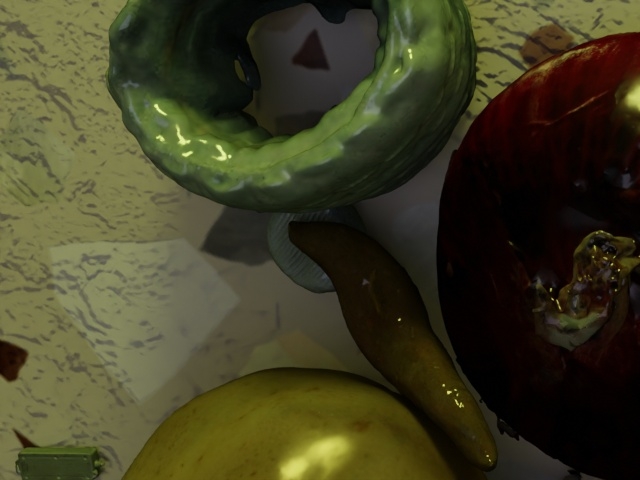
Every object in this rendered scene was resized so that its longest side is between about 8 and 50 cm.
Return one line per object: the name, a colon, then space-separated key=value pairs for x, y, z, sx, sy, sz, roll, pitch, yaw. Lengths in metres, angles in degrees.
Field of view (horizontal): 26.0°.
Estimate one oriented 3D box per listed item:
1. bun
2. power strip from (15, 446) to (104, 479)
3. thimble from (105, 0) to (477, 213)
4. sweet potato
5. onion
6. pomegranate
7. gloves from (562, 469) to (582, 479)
bun: x=0.000 y=0.000 z=1.053 sx=0.083 sy=0.045 sz=0.083 roll=2 pitch=96 yaw=21
power strip: x=-0.221 y=0.191 z=1.182 sx=0.083 sy=0.017 sz=0.027 roll=-3 pitch=103 yaw=18
thimble: x=-0.022 y=-0.120 z=0.951 sx=0.250 sy=0.172 sz=0.205 roll=-7 pitch=90 yaw=18
sweet potato: x=0.058 y=0.069 z=0.967 sx=0.059 sy=0.069 sz=0.249 roll=-34 pitch=56 yaw=0
onion: x=0.208 y=0.027 z=0.894 sx=0.314 sy=0.232 sz=0.314 roll=14 pitch=119 yaw=28
pomegranate: x=-0.016 y=0.250 z=0.979 sx=0.319 sy=0.319 sz=0.319 roll=4 pitch=104 yaw=16
gloves: x=0.210 y=0.246 z=1.022 sx=0.144 sy=0.110 sz=0.094 roll=36 pitch=153 yaw=7
